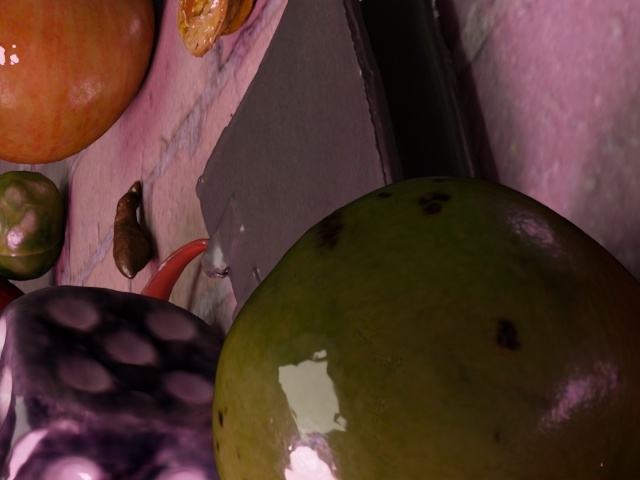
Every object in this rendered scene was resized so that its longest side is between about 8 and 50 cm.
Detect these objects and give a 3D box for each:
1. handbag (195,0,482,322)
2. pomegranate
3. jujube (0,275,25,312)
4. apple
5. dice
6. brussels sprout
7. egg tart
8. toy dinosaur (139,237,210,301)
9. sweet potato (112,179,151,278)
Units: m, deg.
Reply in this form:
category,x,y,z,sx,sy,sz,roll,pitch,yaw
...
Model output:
category,x,y,z,sx,sy,sz,roll,pitch,yaw
handbag,0.002,0.000,0.710,0.260,0.079,0.248,123,147,-47
pomegranate,0.064,0.084,0.447,0.224,0.181,0.181,49,131,35
jujube,-0.458,0.155,1.586,0.318,0.223,0.223,137,136,-70
apple,-0.302,-0.208,1.264,0.264,0.264,0.264,-173,90,-67
dice,-0.170,0.153,0.936,0.181,0.183,0.182,-118,43,-56
brussels sprout,-0.391,-0.023,1.586,0.155,0.117,0.155,24,118,55
egg tart,-0.084,-0.214,1.005,0.130,0.052,0.130,-174,90,-66
toy dinosaur,-0.191,0.098,1.051,0.070,0.139,0.286,-112,37,-48
sweet potato,-0.185,-0.003,1.202,0.041,0.038,0.153,-46,29,22
